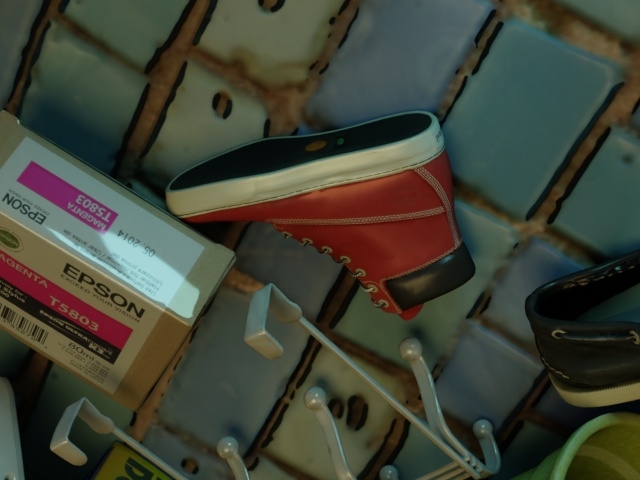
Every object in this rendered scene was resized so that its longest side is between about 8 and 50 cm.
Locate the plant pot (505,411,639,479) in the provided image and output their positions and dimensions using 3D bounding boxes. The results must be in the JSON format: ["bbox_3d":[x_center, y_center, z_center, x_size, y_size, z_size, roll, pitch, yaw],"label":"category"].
[{"bbox_3d":[0.186,0.309,1.253,0.254,0.276,0.276,-25,109,41],"label":"plant pot"}]

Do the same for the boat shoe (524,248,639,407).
[{"bbox_3d":[0.313,0.029,1.137,0.340,0.127,0.113,-18,123,33],"label":"boat shoe"}]

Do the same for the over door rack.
[{"bbox_3d":[-0.030,0.155,1.272,0.239,0.108,0.324,-32,133,27],"label":"over door rack"}]

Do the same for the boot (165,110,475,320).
[{"bbox_3d":[0.000,0.000,1.233,0.244,0.088,0.176,-8,117,16],"label":"boot"}]

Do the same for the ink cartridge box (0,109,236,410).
[{"bbox_3d":[-0.214,0.024,1.262,0.234,0.088,0.193,32,146,-2],"label":"ink cartridge box"}]

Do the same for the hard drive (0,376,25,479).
[{"bbox_3d":[-0.387,0.305,1.401,0.047,0.233,0.353,11,145,-41],"label":"hard drive"}]

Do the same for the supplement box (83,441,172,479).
[{"bbox_3d":[-0.245,0.409,1.451,0.195,0.194,0.356,37,120,-6],"label":"supplement box"}]
